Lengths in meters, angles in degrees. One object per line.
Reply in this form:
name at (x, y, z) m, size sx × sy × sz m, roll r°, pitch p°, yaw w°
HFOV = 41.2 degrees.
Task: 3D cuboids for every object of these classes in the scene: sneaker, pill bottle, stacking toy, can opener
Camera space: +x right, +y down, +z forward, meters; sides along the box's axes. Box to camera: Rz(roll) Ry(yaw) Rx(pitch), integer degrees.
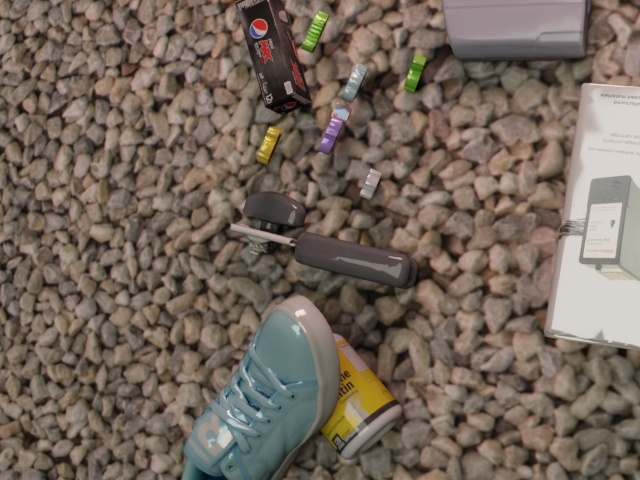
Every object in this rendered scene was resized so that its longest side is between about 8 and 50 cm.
sneaker at (-0.088, 0.229, 1.063) m, size 0.135 × 0.150 × 0.366 m, roll 40°, pitch 131°, yaw 26°
pill bottle at (0.016, 0.190, 1.131) m, size 0.103 × 0.103 × 0.184 m, roll -46°, pitch 70°, yaw 13°
stacking toy at (0.030, -0.180, 1.155) m, size 0.166 × 0.052 × 0.221 m, roll 23°, pitch 93°, yaw 0°
can opener at (0.000, 0.000, 1.171) m, size 0.280 × 0.074 × 0.093 m, roll 18°, pitch 91°, yaw 23°

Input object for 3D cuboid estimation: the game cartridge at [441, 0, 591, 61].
game cartridge at (0.257, -0.382, 1.110) m, size 0.196 × 0.060 × 0.294 m, roll 4°, pitch 86°, yaw 27°

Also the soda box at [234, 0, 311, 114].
soda box at (-0.068, -0.272, 1.233) m, size 0.053 × 0.060 × 0.169 m, roll -20°, pitch 79°, yaw 21°

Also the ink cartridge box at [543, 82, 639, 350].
ink cartridge box at (0.338, -0.018, 0.960) m, size 0.114 × 0.198 × 0.273 m, roll 9°, pitch 89°, yaw 23°
